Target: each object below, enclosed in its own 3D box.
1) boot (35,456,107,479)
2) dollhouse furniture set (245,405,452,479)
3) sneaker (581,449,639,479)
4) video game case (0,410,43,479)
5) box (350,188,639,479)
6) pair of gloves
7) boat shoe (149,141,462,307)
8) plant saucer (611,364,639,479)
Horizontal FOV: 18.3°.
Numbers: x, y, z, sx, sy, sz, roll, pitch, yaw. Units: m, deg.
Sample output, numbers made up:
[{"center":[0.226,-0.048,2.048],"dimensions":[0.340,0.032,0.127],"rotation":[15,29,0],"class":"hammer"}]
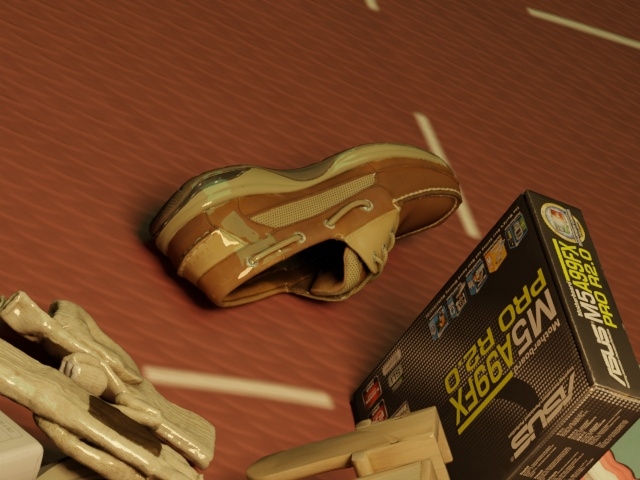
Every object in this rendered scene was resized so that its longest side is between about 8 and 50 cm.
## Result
[{"center":[-0.182,0.250,1.312],"dimensions":[0.178,0.085,0.236],"rotation":[49,37,14],"class":"boot"},{"center":[0.050,0.345,1.407],"dimensions":[0.303,0.174,0.355],"rotation":[-74,146,-72],"class":"dollhouse furniture set"},{"center":[0.196,0.228,1.651],"dimensions":[0.314,0.116,0.136],"rotation":[37,69,27],"class":"sneaker"},{"center":[-0.394,0.102,1.268],"dimensions":[0.300,0.036,0.329],"rotation":[34,29,31],"class":"video game case"},{"center":[0.134,0.127,1.575],"dimensions":[0.060,0.270,0.216],"rotation":[19,38,-27],"class":"box"},{"center":[-0.162,0.108,1.461],"dimensions":[0.204,0.042,0.240],"rotation":[37,8,-2],"class":"pair of gloves"},{"center":[0.000,0.000,1.766],"dimensions":[0.324,0.122,0.120],"rotation":[-11,60,-38],"class":"boat shoe"},{"center":[0.351,0.248,1.828],"dimensions":[0.318,0.043,0.317],"rotation":[24,34,-18],"class":"plant saucer"}]
